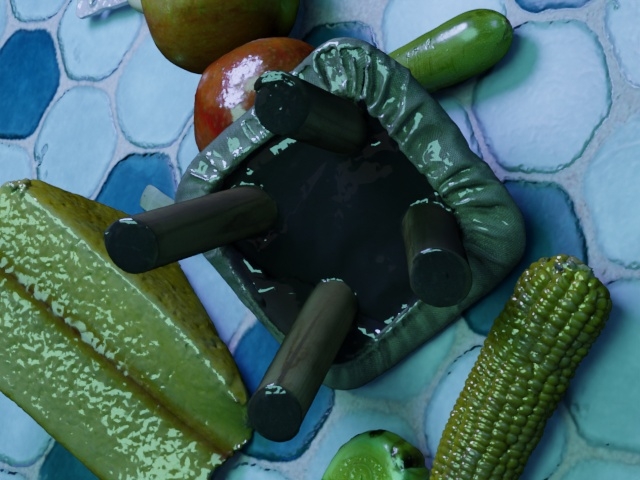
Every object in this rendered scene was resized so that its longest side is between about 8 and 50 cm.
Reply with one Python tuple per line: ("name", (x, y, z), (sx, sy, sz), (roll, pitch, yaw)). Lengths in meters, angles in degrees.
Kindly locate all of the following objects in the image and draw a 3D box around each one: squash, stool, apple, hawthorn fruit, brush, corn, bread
("squash", (0.119, -0.194, 1.565), (0.201, 0.066, 0.066), (-20, 65, 34))
("stool", (0.000, 0.000, 1.430), (0.310, 0.226, 0.310), (-42, 90, 24))
("apple", (-0.116, -0.291, 1.711), (0.196, 0.196, 0.196), (-13, 69, 37))
("hawthorn fruit", (-0.066, -0.143, 1.643), (0.200, 0.179, 0.179), (19, 90, 58))
("brush", (-0.174, -0.025, 1.787), (0.178, 0.030, 0.033), (31, 107, 41))
("corn", (0.186, 0.148, 1.389), (0.101, 0.101, 0.292), (30, 100, 41))
("bread", (-0.259, 0.132, 1.676), (0.233, 0.245, 0.362), (-54, 47, 13))
("bread", (0.055, 0.262, 1.478), (0.130, 0.071, 0.139), (12, 87, 44))

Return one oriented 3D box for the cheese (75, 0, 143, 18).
("cheese", (-0.236, -0.342, 1.918), (0.255, 0.050, 0.127), (-8, 72, 38))
